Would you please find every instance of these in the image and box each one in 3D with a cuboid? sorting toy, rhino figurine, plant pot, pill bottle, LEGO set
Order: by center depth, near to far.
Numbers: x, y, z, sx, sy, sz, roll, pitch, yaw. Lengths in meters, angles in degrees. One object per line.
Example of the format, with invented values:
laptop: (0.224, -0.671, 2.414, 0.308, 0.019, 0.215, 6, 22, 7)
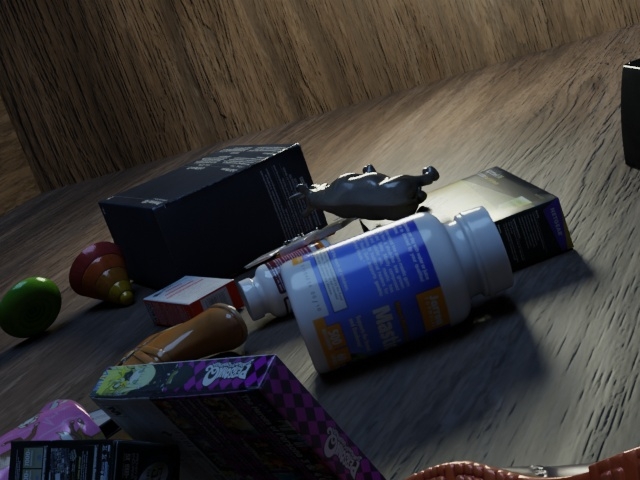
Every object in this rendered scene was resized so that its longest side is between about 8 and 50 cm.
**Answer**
pill bottle: (0.098, 0.054, 1.526, 0.272, 0.152, 0.152, -20, 13, -1)
pill bottle: (-0.044, 0.064, 1.831, 0.152, 0.086, 0.086, -22, 14, -10)
rhino figurine: (0.054, -0.070, 1.839, 0.243, 0.073, 0.106, 1, 23, 31)
plant pot: (0.571, -0.214, 1.872, 0.188, 0.167, 0.187, -20, 14, -3)
LEGO set: (0.000, 0.000, 1.973, 0.182, 0.060, 0.244, -25, 4, 21)
sorting toy: (-0.487, 0.138, 2.215, 0.365, 0.127, 0.126, -30, 46, -26)

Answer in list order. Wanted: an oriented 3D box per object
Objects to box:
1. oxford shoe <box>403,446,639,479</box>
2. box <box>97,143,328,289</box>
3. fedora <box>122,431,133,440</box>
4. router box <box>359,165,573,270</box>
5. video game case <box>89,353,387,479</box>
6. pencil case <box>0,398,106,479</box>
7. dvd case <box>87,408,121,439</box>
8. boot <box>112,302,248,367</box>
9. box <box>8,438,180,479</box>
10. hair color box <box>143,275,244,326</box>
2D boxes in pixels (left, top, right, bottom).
oxford shoe: (0.182, 0.225, 0.889, 0.133, 0.130, 0.364, 12, -21, -43)
box: (-0.212, -0.048, 2.312, 0.312, 0.179, 0.343, -25, 14, -23)
fedora: (-0.156, 0.227, 1.294, 0.194, 0.194, 0.079, -4, 59, 49)
router box: (0.204, -0.013, 1.787, 0.243, 0.081, 0.309, -21, 14, -4)
video game case: (-0.060, 0.190, 1.065, 0.210, 0.232, 0.042, -9, 42, 40)
pencil case: (-0.378, 0.309, 1.200, 0.160, 0.167, 0.386, 26, 41, 38)
dvd case: (-0.344, 0.270, 1.503, 0.180, 0.022, 0.253, -23, 6, 41)
boot: (-0.205, 0.161, 1.721, 0.197, 0.073, 0.152, -23, 6, 47)
box: (-0.203, 0.265, 1.049, 0.147, 0.180, 0.077, -9, -17, 39)
hair color box: (-0.211, 0.102, 1.990, 0.093, 0.053, 0.167, -29, 18, -30)
